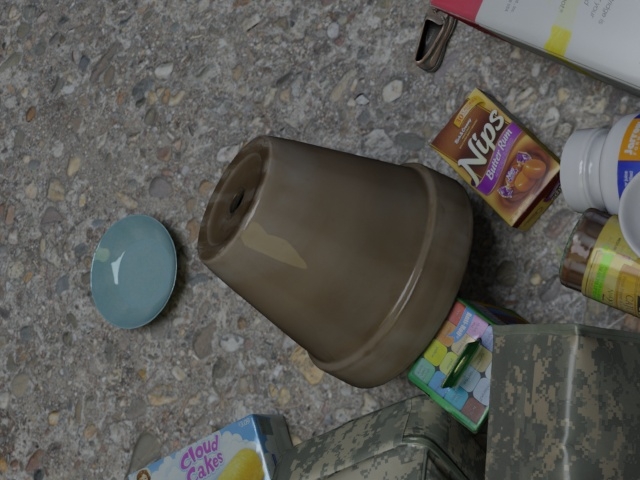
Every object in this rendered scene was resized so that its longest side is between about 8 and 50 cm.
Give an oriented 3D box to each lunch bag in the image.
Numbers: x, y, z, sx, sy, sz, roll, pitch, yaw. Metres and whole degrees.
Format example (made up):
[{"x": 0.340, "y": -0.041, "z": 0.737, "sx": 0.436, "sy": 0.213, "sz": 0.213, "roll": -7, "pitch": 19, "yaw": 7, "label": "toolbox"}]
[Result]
[{"x": 0.067, "y": 0.385, "z": 1.679, "sx": 0.305, "sy": 0.212, "sz": 0.256, "roll": -25, "pitch": 24, "yaw": 27, "label": "lunch bag"}, {"x": 0.345, "y": 0.225, "z": 1.540, "sx": 0.169, "sy": 0.287, "sz": 0.235, "roll": -7, "pitch": 75, "yaw": 54, "label": "lunch bag"}]

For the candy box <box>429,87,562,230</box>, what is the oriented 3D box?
[{"x": 0.252, "y": -0.114, "z": 1.795, "sx": 0.109, "sy": 0.053, "sz": 0.186, "roll": -52, "pitch": 56, "yaw": 17, "label": "candy box"}]

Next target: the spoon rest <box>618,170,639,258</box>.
[{"x": 0.441, "y": 0.027, "z": 1.438, "sx": 0.137, "sy": 0.084, "sz": 0.276, "roll": -31, "pitch": 71, "yaw": 8, "label": "spoon rest"}]

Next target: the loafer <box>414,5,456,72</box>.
[{"x": 0.169, "y": -0.312, "z": 1.894, "sx": 0.045, "sy": 0.039, "sz": 0.125, "roll": 15, "pitch": 90, "yaw": 36, "label": "loafer"}]

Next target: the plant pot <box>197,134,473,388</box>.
[{"x": 0.000, "y": 0.000, "z": 1.733, "sx": 0.323, "sy": 0.280, "sz": 0.323, "roll": -48, "pitch": 26, "yaw": 33, "label": "plant pot"}]

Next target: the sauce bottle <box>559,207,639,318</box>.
[{"x": 0.458, "y": 0.066, "z": 1.525, "sx": 0.344, "sy": 0.111, "sz": 0.111, "roll": 22, "pitch": 94, "yaw": 23, "label": "sauce bottle"}]

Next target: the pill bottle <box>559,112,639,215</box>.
[{"x": 0.442, "y": -0.085, "z": 1.591, "sx": 0.272, "sy": 0.152, "sz": 0.152, "roll": 4, "pitch": 84, "yaw": 40, "label": "pill bottle"}]

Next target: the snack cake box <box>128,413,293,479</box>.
[{"x": -0.159, "y": 0.383, "z": 1.966, "sx": 0.264, "sy": 0.089, "sz": 0.152, "roll": -30, "pitch": 67, "yaw": 27, "label": "snack cake box"}]

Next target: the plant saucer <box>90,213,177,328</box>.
[{"x": -0.305, "y": 0.054, "z": 2.157, "sx": 0.195, "sy": 0.037, "sz": 0.194, "roll": -7, "pitch": 77, "yaw": 34, "label": "plant saucer"}]

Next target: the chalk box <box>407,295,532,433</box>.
[{"x": 0.214, "y": 0.165, "z": 1.671, "sx": 0.132, "sy": 0.213, "sz": 0.132, "roll": 38, "pitch": 102, "yaw": 34, "label": "chalk box"}]

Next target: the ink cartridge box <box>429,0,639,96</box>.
[{"x": 0.380, "y": -0.356, "z": 1.683, "sx": 0.385, "sy": 0.160, "sz": 0.279, "roll": 31, "pitch": 100, "yaw": 35, "label": "ink cartridge box"}]
